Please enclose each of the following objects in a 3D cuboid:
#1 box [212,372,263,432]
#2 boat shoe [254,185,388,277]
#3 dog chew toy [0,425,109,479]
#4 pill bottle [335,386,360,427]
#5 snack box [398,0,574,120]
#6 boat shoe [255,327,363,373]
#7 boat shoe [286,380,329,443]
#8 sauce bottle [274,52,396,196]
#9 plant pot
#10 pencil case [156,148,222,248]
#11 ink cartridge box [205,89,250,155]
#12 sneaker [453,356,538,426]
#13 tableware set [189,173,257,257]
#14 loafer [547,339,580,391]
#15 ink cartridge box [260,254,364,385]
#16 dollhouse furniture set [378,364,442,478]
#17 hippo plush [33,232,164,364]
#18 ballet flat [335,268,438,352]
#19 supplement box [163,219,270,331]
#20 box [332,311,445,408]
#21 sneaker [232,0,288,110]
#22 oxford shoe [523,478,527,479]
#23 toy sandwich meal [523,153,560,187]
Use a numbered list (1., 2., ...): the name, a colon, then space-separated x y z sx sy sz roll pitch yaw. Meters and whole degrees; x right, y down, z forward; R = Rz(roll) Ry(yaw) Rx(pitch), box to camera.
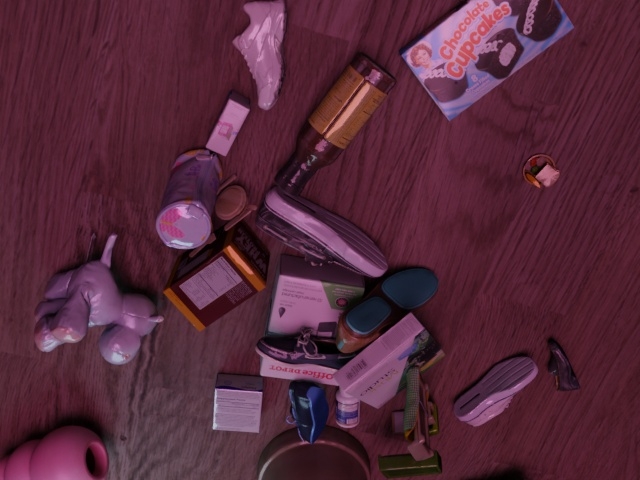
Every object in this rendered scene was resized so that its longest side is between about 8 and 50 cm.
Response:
1. box: -0.218 0.431 1.867 0.126 0.072 0.137 5 114 -4
2. boat shoe: 0.000 0.000 1.672 0.335 0.121 0.119 33 117 -4
3. dog chew toy: -0.735 0.615 1.872 0.332 0.206 0.206 -16 114 15
4. pill bottle: 0.073 0.433 1.881 0.067 0.067 0.120 -1 114 -2
5. snack box: 0.351 -0.430 1.509 0.322 0.060 0.187 -37 110 14
6. boat shoe: -0.024 0.254 1.647 0.254 0.095 0.079 15 114 -12
7. boat shoe: -0.033 0.430 1.816 0.089 0.109 0.258 22 138 21
8. sauce bottle: 0.022 -0.248 1.553 0.111 0.111 0.344 36 109 -16
9. plant pot: -0.017 0.710 1.887 0.323 0.280 0.323 0 114 -1
10. pencil case: -0.278 -0.095 1.526 0.124 0.273 0.113 -34 117 20
11. ink cartridge box: -0.204 -0.258 1.551 0.052 0.088 0.122 26 111 -16
12. sneaker: 0.476 0.404 1.881 0.258 0.094 0.091 -38 128 19
13. tableware set: -0.241 -0.051 1.640 0.194 0.128 0.039 -37 143 13
14. loafer: 0.631 0.337 1.862 0.061 0.062 0.170 -24 111 14
15. ink cartridge box: -0.024 0.201 1.744 0.211 0.121 0.289 9 113 -7
16. dollhouse furniture set: 0.204 0.460 1.769 0.151 0.197 0.301 -8 147 14
17. hippo plush: -0.523 0.167 1.700 0.236 0.234 0.294 38 66 -35
18. ballet flat: 0.151 0.173 1.678 0.116 0.342 0.124 43 134 16
19. supplement box: -0.235 0.072 1.641 0.194 0.191 0.129 -34 109 13
20. box: 0.176 0.300 1.701 0.232 0.058 0.322 -39 154 2
21. sneaker: -0.131 -0.397 1.503 0.115 0.090 0.232 5 105 3
22. oxford shoe: 0.413 0.770 2.019 0.449 0.169 0.130 -15 73 13
23. toy sandwich meal: 0.518 -0.161 1.651 0.085 0.029 0.085 -1 114 -2
